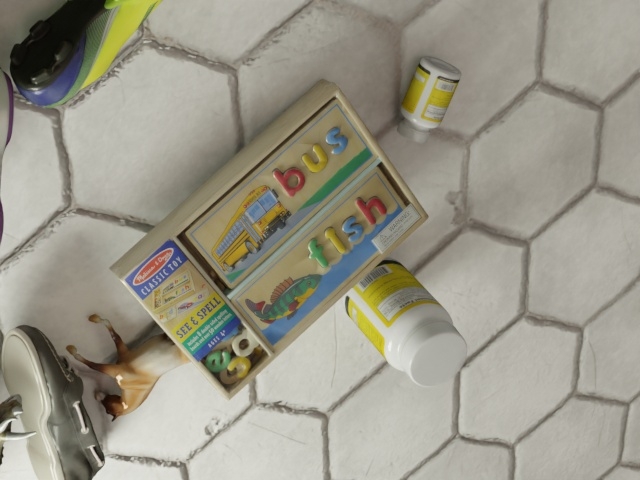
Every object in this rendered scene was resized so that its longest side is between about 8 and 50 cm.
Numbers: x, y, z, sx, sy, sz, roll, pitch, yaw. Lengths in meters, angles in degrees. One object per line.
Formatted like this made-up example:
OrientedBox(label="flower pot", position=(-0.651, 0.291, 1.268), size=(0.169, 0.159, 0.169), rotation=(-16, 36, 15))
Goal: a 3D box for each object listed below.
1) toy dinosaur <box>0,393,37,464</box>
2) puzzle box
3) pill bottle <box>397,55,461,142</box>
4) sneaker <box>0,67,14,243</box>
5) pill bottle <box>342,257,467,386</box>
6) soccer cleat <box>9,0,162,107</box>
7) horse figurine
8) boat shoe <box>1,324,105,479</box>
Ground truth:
OrientedBox(label="toy dinosaur", position=(-0.494, 0.336, 2.042), size=(0.121, 0.160, 0.313), rotation=(-1, 119, -30))
OrientedBox(label="puzzle box", position=(-0.064, 0.000, 2.089), size=(0.409, 0.052, 0.272), rotation=(-43, 121, -8))
OrientedBox(label="pill bottle", position=(0.154, -0.203, 2.133), size=(0.065, 0.065, 0.116), rotation=(9, 115, -34))
OrientedBox(label="sneaker", position=(-0.467, -0.071, 1.818), size=(0.152, 0.114, 0.305), rotation=(3, 99, -25))
OrientedBox(label="pill bottle", position=(0.128, 0.125, 2.237), size=(0.119, 0.208, 0.119), rotation=(-15, 126, -21))
OrientedBox(label="soccer cleat", position=(-0.267, -0.279, 1.840), size=(0.289, 0.093, 0.121), rotation=(-43, 162, -5))
OrientedBox(label="horse figurine", position=(-0.242, 0.144, 2.129), size=(0.263, 0.066, 0.174), rotation=(-37, 124, 0))
OrientedBox(label="boat shoe", position=(-0.375, 0.232, 2.090), size=(0.095, 0.112, 0.335), rotation=(-33, 139, -31))
